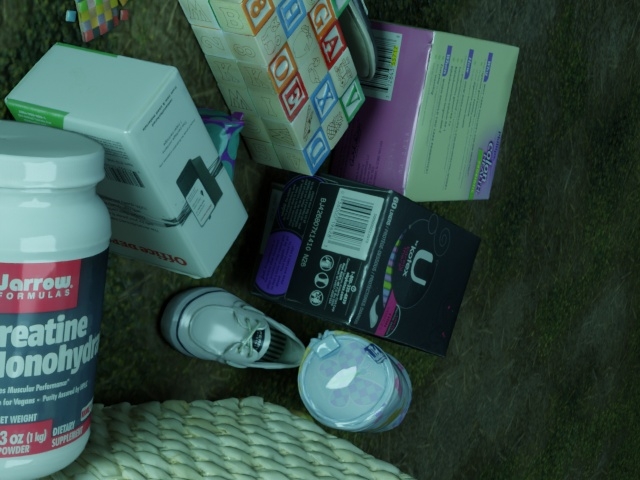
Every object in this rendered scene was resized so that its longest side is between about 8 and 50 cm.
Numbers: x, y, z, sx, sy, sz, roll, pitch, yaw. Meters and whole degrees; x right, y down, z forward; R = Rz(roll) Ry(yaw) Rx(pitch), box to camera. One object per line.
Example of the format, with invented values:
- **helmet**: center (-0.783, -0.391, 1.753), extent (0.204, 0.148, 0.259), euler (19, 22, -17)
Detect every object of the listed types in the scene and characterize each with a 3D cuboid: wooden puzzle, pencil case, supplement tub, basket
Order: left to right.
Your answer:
- **supplement tub**: center (-0.276, 0.047, 1.096), extent (0.191, 0.191, 0.272), euler (-12, 114, -55)
- **wooden puzzle**: center (-0.210, -0.220, 1.254), extent (0.083, 0.006, 0.049), euler (-39, 134, -43)
- **basket**: center (-0.112, 0.323, 1.273), extent (0.328, 0.331, 0.266), euler (2, 100, -34)
- **pencil case**: center (-0.120, -0.063, 1.412), extent (0.070, 0.064, 0.152), euler (-3, 107, -40)
- **pencil case**: center (0.046, 0.182, 1.666), extent (0.113, 0.124, 0.273), euler (-46, 166, 0)

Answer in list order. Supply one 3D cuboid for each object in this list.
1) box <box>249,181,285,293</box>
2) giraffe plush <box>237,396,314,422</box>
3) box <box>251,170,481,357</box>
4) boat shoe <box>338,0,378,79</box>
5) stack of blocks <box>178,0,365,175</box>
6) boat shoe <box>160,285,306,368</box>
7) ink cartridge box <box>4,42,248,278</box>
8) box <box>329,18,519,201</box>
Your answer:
- **box**: center (0.000, 0.000, 1.658), extent (0.225, 0.036, 0.136), euler (-1, 104, -59)
- **giraffe plush**: center (-0.058, 0.304, 1.601), extent (0.181, 0.210, 0.170), euler (-59, 174, -18)
- **box**: center (0.063, 0.030, 1.597), extent (0.270, 0.143, 0.165), euler (22, 85, -59)
- **boat shoe**: center (0.034, -0.279, 1.548), extent (0.065, 0.075, 0.206), euler (-52, 137, -27)
- **stack of blocks**: center (-0.042, -0.236, 1.434), extent (0.171, 0.087, 0.297), euler (-56, 144, -28)
- **boat shoe**: center (-0.090, 0.104, 1.522), extent (0.226, 0.075, 0.083), euler (15, 90, -58)
- **ink cartridge box**: center (-0.176, -0.072, 1.238), extent (0.087, 0.153, 0.208), euler (-57, 145, -28)
- **box**: center (0.137, -0.166, 1.720), extent (0.243, 0.117, 0.214), euler (-5, 107, -56)
